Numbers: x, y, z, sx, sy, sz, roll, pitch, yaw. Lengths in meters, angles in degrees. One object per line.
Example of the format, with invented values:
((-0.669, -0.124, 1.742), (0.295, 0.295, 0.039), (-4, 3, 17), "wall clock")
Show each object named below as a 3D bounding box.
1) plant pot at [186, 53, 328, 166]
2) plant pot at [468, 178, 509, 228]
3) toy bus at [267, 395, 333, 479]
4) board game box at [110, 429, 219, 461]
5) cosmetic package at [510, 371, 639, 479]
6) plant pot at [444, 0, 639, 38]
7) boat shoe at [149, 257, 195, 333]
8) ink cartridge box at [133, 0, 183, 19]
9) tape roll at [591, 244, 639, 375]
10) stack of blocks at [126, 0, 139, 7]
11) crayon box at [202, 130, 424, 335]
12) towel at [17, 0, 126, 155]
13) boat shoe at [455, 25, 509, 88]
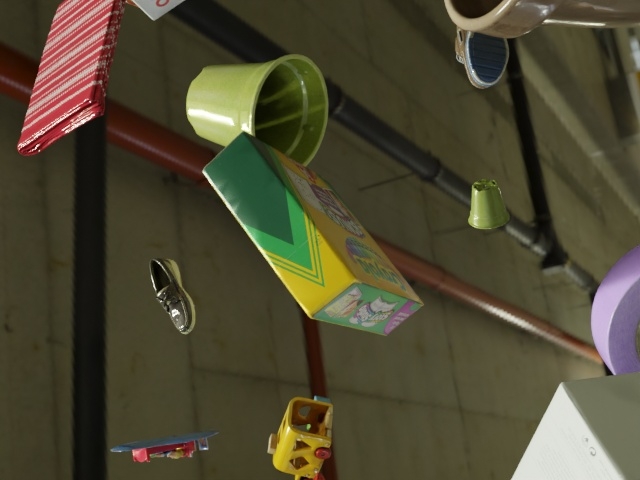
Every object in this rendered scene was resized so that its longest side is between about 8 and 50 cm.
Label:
((-0.164, -0.306, 2.256), (0.276, 0.253, 0.276), (-25, -58, -48), "plant pot")
((0.333, -0.077, 1.942), (0.083, 0.083, 0.079), (-66, -32, -54), "plant pot")
((-0.043, 0.386, 1.806), (0.191, 0.104, 0.202), (145, 139, -79), "toy bus")
((-0.239, 0.326, 1.503), (0.133, 0.168, 0.033), (36, -135, -83), "board game box")
((0.321, 0.247, 0.954), (0.138, 0.224, 0.225), (-116, 30, -45), "cosmetic package")
((0.293, -0.334, 1.071), (0.229, 0.263, 0.263), (12, -122, -20), "plant pot")
((-0.262, 0.096, 1.681), (0.049, 0.056, 0.152), (16, -142, -49), "boat shoe")
((-0.139, -0.397, 1.075), (0.117, 0.278, 0.201), (61, -171, 19), "ink cartridge box")
((0.574, 0.130, 1.525), (0.090, 0.274, 0.275), (-97, -16, -73), "tape roll")
((-0.398, -0.537, 1.745), (0.171, 0.087, 0.297), (10, -149, -52), "stack of blocks")
((0.000, 0.000, 1.637), (0.313, 0.106, 0.363), (52, -169, 21), "crayon box")
((-0.345, -0.263, 1.381), (0.031, 0.198, 0.275), (30, -126, -37), "towel")
((0.237, -0.293, 1.448), (0.066, 0.066, 0.183), (13, -121, -14), "boat shoe")
